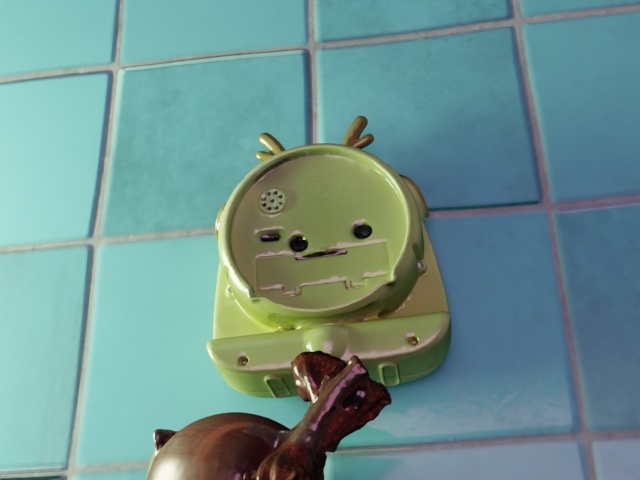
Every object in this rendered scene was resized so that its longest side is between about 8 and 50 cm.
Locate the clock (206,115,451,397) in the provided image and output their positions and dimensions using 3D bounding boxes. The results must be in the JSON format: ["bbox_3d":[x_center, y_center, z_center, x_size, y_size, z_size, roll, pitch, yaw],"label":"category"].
[{"bbox_3d":[0.000,0.000,0.867,0.235,0.096,0.308,-9,61,5],"label":"clock"}]

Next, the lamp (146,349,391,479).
[{"bbox_3d":[-0.049,0.209,0.726,0.223,0.151,0.215,-11,35,33],"label":"lamp"}]
